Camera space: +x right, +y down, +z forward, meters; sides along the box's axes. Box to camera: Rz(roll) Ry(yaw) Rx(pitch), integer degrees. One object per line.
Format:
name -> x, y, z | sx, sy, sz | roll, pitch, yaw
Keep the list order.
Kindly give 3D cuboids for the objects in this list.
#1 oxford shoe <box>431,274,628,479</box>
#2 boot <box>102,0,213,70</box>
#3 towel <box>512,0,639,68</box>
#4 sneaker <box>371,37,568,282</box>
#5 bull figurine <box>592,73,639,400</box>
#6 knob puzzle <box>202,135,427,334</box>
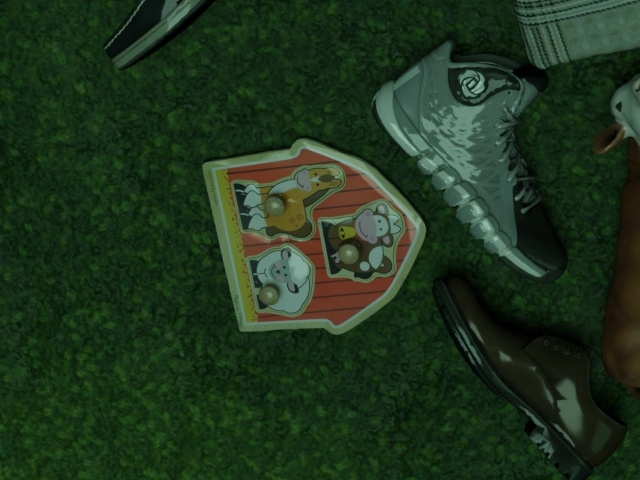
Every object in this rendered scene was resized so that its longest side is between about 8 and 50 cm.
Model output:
oxford shoe -> 0.189, 0.107, 1.519 | 0.096, 0.083, 0.227 | -42, 99, 3
boot -> -0.142, -0.279, 1.425 | 0.178, 0.085, 0.236 | 44, 107, -5
towel -> 0.292, -0.281, 1.304 | 0.324, 0.056, 0.312 | -7, 125, 13
sneaker -> 0.161, -0.077, 1.440 | 0.132, 0.086, 0.229 | -42, 97, 20
bull figurine -> 0.305, 0.010, 1.410 | 0.101, 0.188, 0.310 | -15, 122, -23
knob puzzle -> 0.000, 0.000, 1.533 | 0.213, 0.030, 0.213 | 4, 111, 10
